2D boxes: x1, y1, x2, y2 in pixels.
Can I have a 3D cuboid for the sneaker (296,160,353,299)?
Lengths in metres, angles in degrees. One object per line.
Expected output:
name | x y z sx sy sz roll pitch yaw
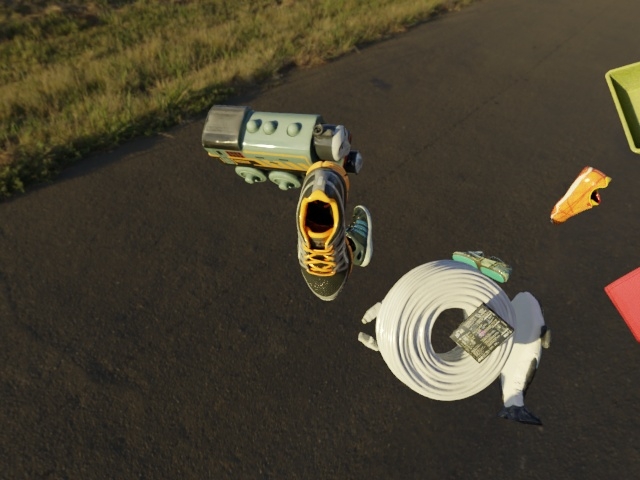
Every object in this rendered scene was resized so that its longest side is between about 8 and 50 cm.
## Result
sneaker | 0.000 0.000 0.619 0.084 0.214 0.083 1 29 10

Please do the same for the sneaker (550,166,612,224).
sneaker | 0.558 -0.082 0.947 0.067 0.175 0.064 40 66 21

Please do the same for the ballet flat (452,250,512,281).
ballet flat | 0.498 0.068 1.334 0.070 0.070 0.188 -25 37 -30

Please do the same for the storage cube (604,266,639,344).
storage cube | 0.489 0.107 0.475 0.184 0.215 0.193 22 40 -26

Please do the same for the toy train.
toy train | -0.083 -0.195 0.917 0.334 0.190 0.142 11 79 20

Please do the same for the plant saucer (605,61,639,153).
plant saucer | 0.552 -0.207 0.649 0.188 0.045 0.188 -10 53 27

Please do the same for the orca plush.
orca plush | 0.467 0.262 0.966 0.102 0.151 0.287 30 48 -25

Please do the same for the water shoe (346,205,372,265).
water shoe | 0.105 -0.023 1.282 0.080 0.073 0.203 9 56 -20

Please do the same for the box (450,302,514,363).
box | 0.276 0.159 0.747 0.067 0.083 0.018 42 20 14

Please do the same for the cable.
cable | 0.234 0.163 0.811 0.257 0.089 0.257 43 86 -11
